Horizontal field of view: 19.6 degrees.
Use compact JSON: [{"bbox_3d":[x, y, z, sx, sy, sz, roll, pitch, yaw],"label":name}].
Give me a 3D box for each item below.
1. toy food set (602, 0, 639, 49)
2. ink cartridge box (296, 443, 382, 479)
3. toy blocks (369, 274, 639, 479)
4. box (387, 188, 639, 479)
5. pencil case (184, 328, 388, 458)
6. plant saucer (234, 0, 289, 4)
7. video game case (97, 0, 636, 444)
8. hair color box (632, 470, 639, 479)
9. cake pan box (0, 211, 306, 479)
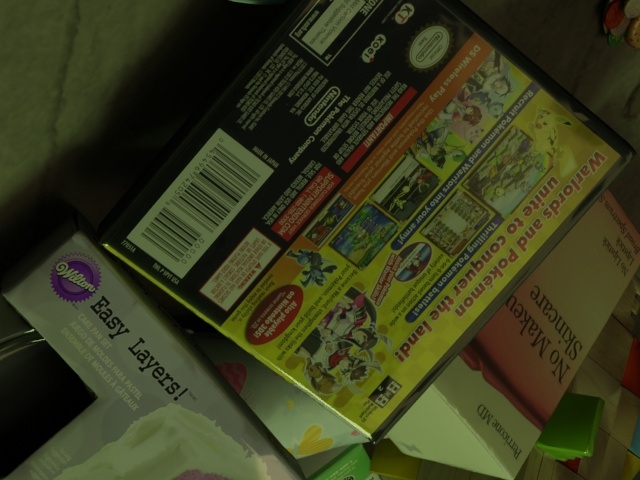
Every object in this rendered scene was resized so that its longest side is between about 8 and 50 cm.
[{"bbox_3d":[0.261,-0.192,1.500,0.082,0.020,0.083,0,129,-44],"label":"toy food set"},{"bbox_3d":[-0.020,0.245,1.646,0.160,0.092,0.219,-37,144,-7],"label":"ink cartridge box"},{"bbox_3d":[0.206,0.161,1.638,0.261,0.190,0.381,36,66,-54],"label":"toy blocks"},{"bbox_3d":[0.126,0.044,1.434,0.148,0.127,0.232,49,64,-35],"label":"box"},{"bbox_3d":[-0.044,0.116,1.460,0.273,0.124,0.113,-6,150,-40],"label":"pencil case"},{"bbox_3d":[0.012,-0.288,1.130,0.317,0.044,0.318,-26,144,-21],"label":"plant saucer"},{"bbox_3d":[0.031,-0.033,1.242,0.248,0.035,0.275,38,101,-18],"label":"video game case"},{"bbox_3d":[0.336,0.313,1.846,0.113,0.374,0.185,-67,180,-57],"label":"hair color box"},{"bbox_3d":[-0.182,0.150,1.289,0.245,0.070,0.267,-40,106,-2],"label":"cake pan box"}]
